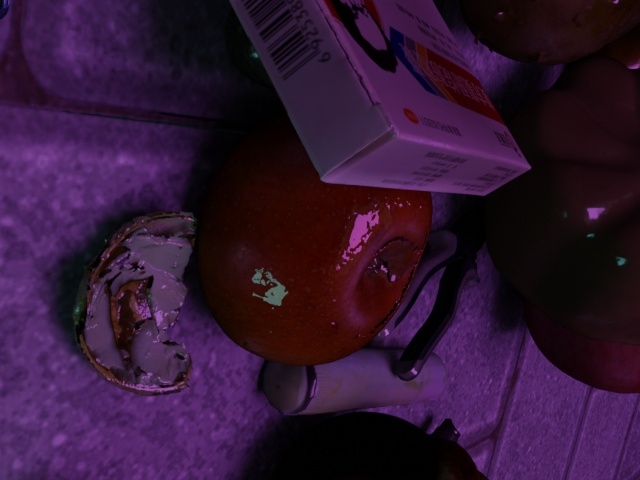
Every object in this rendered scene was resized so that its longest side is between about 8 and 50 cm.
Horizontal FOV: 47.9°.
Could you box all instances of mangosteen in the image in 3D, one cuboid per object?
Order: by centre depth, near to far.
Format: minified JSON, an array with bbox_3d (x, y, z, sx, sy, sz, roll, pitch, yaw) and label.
[{"bbox_3d":[0.090,0.323,0.793,0.275,0.302,0.275,-8,90,-66],"label":"mangosteen"}]

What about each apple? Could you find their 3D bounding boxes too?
[{"bbox_3d":[0.000,0.000,0.645,0.210,0.173,0.235,-18,120,-45],"label":"apple"},{"bbox_3d":[0.491,0.076,1.166,0.345,0.345,0.269,-19,113,-45],"label":"apple"}]

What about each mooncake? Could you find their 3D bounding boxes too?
[{"bbox_3d":[0.408,-0.061,0.944,0.378,0.378,0.201,-43,168,-30],"label":"mooncake"}]

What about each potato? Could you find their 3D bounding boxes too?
[{"bbox_3d":[0.286,-0.367,0.761,0.270,0.219,0.359,-27,138,-52],"label":"potato"}]

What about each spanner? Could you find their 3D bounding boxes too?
[{"bbox_3d":[0.161,0.045,0.934,0.095,0.040,0.325,56,47,-16],"label":"spanner"}]

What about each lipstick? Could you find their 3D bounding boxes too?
[{"bbox_3d":[0.052,0.163,0.862,0.304,0.076,0.076,11,97,-52],"label":"lipstick"}]

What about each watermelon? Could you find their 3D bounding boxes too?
[{"bbox_3d":[-0.034,-0.167,0.610,0.111,0.078,0.078,19,91,-57],"label":"watermelon"}]

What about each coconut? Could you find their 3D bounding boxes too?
[{"bbox_3d":[-0.148,0.047,0.582,0.133,0.055,0.158,8,98,-50],"label":"coconut"}]

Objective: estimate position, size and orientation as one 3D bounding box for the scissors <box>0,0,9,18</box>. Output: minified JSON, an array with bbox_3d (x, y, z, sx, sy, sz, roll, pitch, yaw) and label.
[{"bbox_3d":[-0.227,-0.178,0.420,0.058,0.014,0.119,-47,140,-33],"label":"scissors"}]

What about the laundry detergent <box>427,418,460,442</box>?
[{"bbox_3d":[0.139,0.359,1.054,0.221,0.078,0.144,-45,138,-32],"label":"laundry detergent"}]

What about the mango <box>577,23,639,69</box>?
[{"bbox_3d":[0.467,-0.248,1.152,0.138,0.113,0.253,-13,117,-45],"label":"mango"}]

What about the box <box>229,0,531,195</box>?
[{"bbox_3d":[0.058,-0.144,0.587,0.353,0.069,0.214,-6,66,-60],"label":"box"}]
